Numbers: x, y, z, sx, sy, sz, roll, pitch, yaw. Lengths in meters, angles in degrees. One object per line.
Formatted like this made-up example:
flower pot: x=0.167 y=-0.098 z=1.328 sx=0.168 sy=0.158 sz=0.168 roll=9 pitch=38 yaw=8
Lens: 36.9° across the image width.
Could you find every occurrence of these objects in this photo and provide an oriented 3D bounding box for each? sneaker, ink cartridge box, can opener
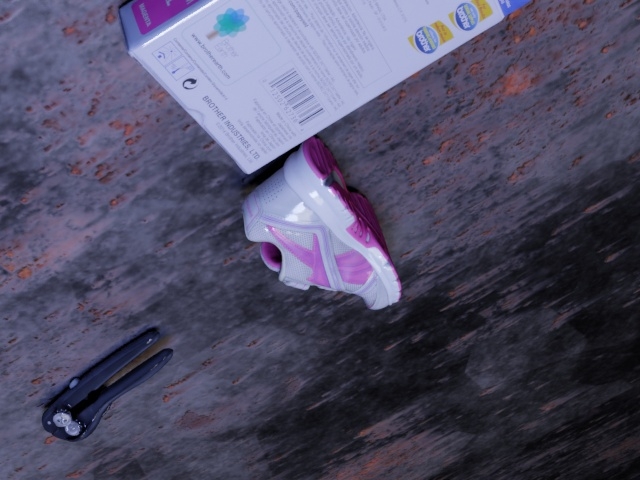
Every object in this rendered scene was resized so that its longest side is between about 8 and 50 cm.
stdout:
sneaker: x=0.000 y=0.000 z=0.974 sx=0.111 sy=0.103 sz=0.252 roll=-27 pitch=139 yaw=11
ink cartridge box: x=0.021 y=-0.192 z=0.758 sx=0.311 sy=0.065 sz=0.186 roll=-29 pitch=145 yaw=10
can opener: x=-0.244 y=0.163 z=1.084 sx=0.059 sy=0.073 sz=0.186 roll=44 pitch=109 yaw=-12
